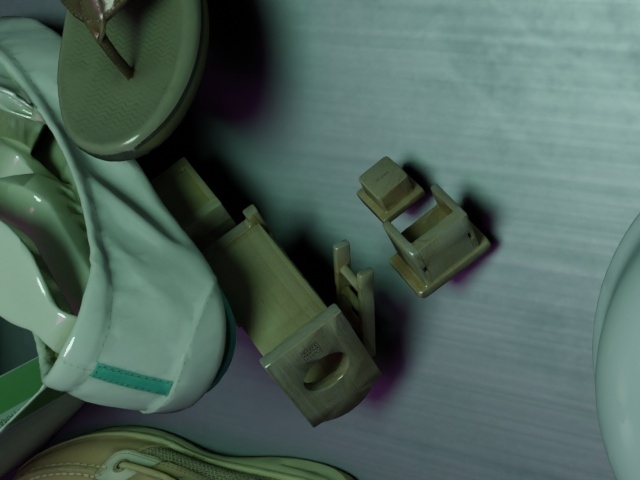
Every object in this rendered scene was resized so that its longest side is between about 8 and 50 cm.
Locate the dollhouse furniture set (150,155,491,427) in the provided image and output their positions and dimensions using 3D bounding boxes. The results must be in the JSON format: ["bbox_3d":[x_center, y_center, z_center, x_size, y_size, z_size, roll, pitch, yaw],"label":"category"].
[{"bbox_3d":[0.000,0.000,0.800,0.161,0.101,0.182,-37,53,-4],"label":"dollhouse furniture set"}]

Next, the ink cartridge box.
[{"bbox_3d":[-0.226,0.122,0.892,0.056,0.171,0.235,49,121,7],"label":"ink cartridge box"}]

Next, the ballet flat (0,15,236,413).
[{"bbox_3d":[-0.197,-0.041,0.788,0.400,0.139,0.139,50,124,37],"label":"ballet flat"}]

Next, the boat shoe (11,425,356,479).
[{"bbox_3d":[-0.128,0.214,0.890,0.341,0.110,0.121,-6,98,32],"label":"boat shoe"}]

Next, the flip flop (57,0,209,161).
[{"bbox_3d":[-0.123,-0.187,0.728,0.112,0.080,0.277,7,88,31],"label":"flip flop"}]

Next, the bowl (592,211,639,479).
[{"bbox_3d":[0.263,0.091,0.607,0.298,0.134,0.297,8,106,31],"label":"bowl"}]
